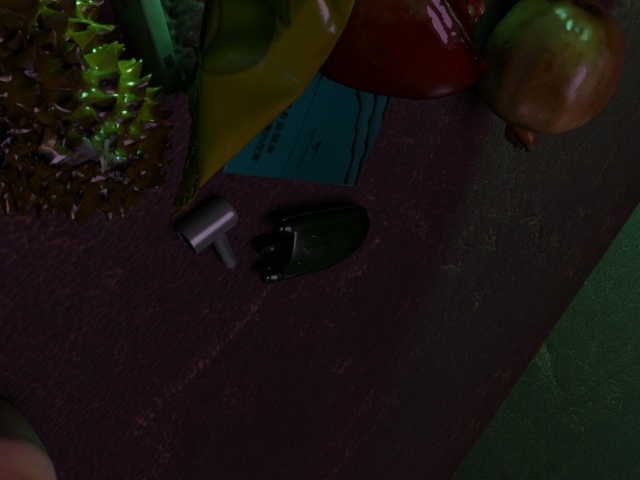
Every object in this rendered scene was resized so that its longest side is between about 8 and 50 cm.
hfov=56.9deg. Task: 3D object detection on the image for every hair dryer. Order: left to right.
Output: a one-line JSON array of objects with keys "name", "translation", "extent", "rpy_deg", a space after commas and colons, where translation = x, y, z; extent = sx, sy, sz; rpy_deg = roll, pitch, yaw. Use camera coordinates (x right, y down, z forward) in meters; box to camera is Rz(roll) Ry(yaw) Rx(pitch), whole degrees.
[{"name": "hair dryer", "translation": [-0.120, 0.006, 0.684], "extent": [0.063, 0.038, 0.124], "rpy_deg": [-39, 151, -17]}]

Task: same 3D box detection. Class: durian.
[{"name": "durian", "translation": [-0.206, -0.094, 0.402], "extent": [0.250, 0.138, 0.183], "rpy_deg": [0, 128, -44]}]

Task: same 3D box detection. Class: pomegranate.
[{"name": "pomegranate", "translation": [0.326, -0.253, 0.851], "extent": [0.207, 0.207, 0.207], "rpy_deg": [-31, 141, -30]}]

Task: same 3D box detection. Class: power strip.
[{"name": "power strip", "translation": [-0.143, -0.180, 0.466], "extent": [0.019, 0.051, 0.136], "rpy_deg": [-38, 143, -27]}]

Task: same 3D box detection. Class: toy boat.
[{"name": "toy boat", "translation": [0.000, 0.000, 0.804], "extent": [0.210, 0.052, 0.104], "rpy_deg": [-15, 128, -45]}]

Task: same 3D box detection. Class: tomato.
[{"name": "tomato", "translation": [0.040, -0.220, 0.536], "extent": [0.140, 0.232, 0.200], "rpy_deg": [-32, 159, 20]}]

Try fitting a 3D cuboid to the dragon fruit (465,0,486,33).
[{"name": "dragon fruit", "translation": [0.145, -0.275, 0.695], "extent": [0.116, 0.086, 0.081], "rpy_deg": [-6, 120, -60]}]

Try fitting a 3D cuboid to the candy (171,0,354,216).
[{"name": "candy", "translation": [-0.036, -0.169, 0.421], "extent": [0.081, 0.187, 0.297], "rpy_deg": [18, 133, -25]}]

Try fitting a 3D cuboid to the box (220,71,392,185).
[{"name": "box", "translation": [-0.009, -0.145, 0.666], "extent": [0.226, 0.042, 0.160], "rpy_deg": [-1, 121, -50]}]

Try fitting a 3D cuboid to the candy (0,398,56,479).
[{"name": "candy", "translation": [-0.378, 0.260, 0.539], "extent": [0.255, 0.094, 0.255], "rpy_deg": [-31, 141, -30]}]
